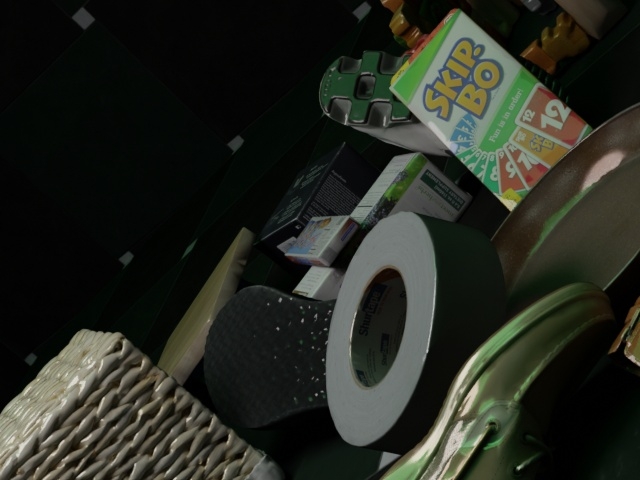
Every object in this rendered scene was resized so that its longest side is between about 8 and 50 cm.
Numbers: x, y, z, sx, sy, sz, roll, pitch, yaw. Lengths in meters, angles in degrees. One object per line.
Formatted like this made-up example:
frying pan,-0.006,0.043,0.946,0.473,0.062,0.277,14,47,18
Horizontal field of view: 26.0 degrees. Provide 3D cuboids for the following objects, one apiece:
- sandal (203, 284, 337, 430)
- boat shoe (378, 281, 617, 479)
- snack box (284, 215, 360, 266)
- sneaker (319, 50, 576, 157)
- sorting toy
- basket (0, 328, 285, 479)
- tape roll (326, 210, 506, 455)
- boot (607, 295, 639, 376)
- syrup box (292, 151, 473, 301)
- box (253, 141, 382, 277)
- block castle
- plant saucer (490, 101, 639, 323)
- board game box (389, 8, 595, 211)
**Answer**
sandal,0.013,0.137,1.539,0.445,0.107,0.168,-5,71,53
boat shoe,0.138,0.168,1.080,0.302,0.109,0.098,-50,53,4
snack box,0.000,0.000,1.717,0.064,0.022,0.178,-54,12,-8
sneaker,0.172,-0.155,1.660,0.330,0.146,0.122,15,82,36
sorting toy,-0.160,0.153,2.057,0.257,0.089,0.255,-55,10,30
basket,-0.268,0.298,1.641,0.331,0.266,0.328,-46,11,-15
tape roll,0.082,0.086,1.269,0.219,0.072,0.219,-167,90,-68
boot,0.283,0.038,0.979,0.152,0.073,0.197,-51,1,-7
syrup box,0.071,0.013,1.703,0.237,0.093,0.096,-53,14,-10
box,-0.001,-0.044,2.101,0.158,0.093,0.156,-59,15,-27
block castle,0.241,-0.359,1.884,0.303,0.213,0.453,-43,15,30
plant saucer,0.242,0.000,1.263,0.310,0.050,0.310,-48,13,15
board game box,0.183,-0.150,1.547,0.124,0.039,0.259,-48,53,11
